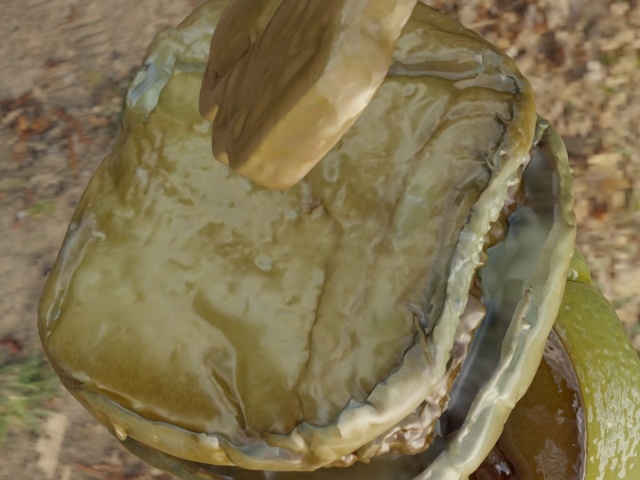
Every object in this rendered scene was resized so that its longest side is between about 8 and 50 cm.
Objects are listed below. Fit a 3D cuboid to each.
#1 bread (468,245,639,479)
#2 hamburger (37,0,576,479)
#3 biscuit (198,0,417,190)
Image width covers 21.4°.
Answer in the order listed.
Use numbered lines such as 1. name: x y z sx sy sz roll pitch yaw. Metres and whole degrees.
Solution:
1. bread: 0.097 0.113 1.159 0.148 0.270 0.270 -7 93 -43
2. hamburger: 0.000 0.001 0.880 0.283 0.259 0.144 -63 151 -15
3. biscuit: 0.003 -0.108 0.601 0.040 0.144 0.236 28 38 -13
